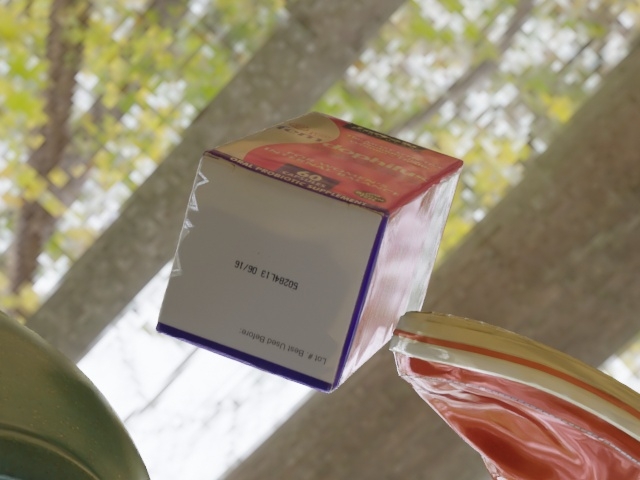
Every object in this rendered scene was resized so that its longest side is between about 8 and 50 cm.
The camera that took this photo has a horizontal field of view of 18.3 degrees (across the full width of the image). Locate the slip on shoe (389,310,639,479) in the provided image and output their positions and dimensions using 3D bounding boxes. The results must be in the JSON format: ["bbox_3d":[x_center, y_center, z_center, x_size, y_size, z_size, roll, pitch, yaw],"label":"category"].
[{"bbox_3d":[0.152,0.150,1.040,0.331,0.101,0.123,44,161,-27],"label":"slip on shoe"}]

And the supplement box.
[{"bbox_3d":[0.000,0.000,1.188,0.111,0.114,0.220,19,-167,11],"label":"supplement box"}]

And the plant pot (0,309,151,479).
[{"bbox_3d":[-0.191,0.164,0.917,0.293,0.293,0.196,34,166,-25],"label":"plant pot"}]
